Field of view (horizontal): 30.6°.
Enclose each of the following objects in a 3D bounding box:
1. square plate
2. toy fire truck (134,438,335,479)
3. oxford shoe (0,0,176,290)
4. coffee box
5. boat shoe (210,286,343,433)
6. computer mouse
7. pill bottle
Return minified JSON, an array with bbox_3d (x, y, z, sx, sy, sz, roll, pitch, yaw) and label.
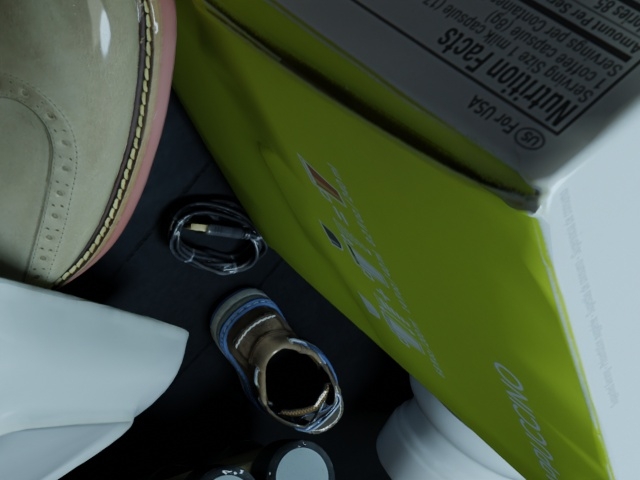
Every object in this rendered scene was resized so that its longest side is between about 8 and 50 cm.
[{"bbox_3d":[-0.236,0.140,0.564,0.347,0.049,0.344,-33,171,1],"label":"square plate"},{"bbox_3d":[-0.085,0.285,0.846,0.217,0.246,0.158,-14,178,-32],"label":"toy fire truck"},{"bbox_3d":[-0.180,0.001,0.499,0.348,0.123,0.130,-51,173,32],"label":"oxford shoe"},{"bbox_3d":[0.131,-0.106,0.563,0.334,0.338,0.337,-41,141,-10],"label":"coffee box"},{"bbox_3d":[-0.022,0.107,0.863,0.066,0.066,0.183,-41,142,-2],"label":"boat shoe"},{"bbox_3d":[0.000,0.000,0.804,0.242,0.041,0.071,-2,127,-39],"label":"computer mouse"},{"bbox_3d":[0.170,0.090,0.939,0.162,0.162,0.278,12,117,-47],"label":"pill bottle"}]
